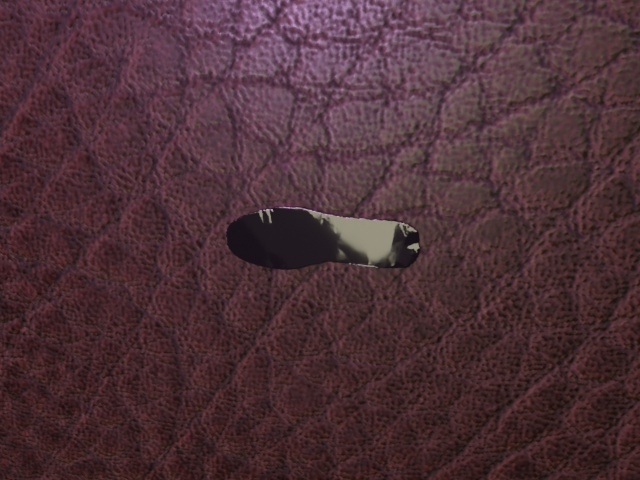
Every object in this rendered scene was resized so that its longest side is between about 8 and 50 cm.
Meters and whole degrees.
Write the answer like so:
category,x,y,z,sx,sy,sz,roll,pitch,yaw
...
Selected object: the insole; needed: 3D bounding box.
category,x,y,z,sx,sy,sz,roll,pitch,yaw
insole,0.000,0.000,0.490,0.189,0.004,0.064,4,107,9
